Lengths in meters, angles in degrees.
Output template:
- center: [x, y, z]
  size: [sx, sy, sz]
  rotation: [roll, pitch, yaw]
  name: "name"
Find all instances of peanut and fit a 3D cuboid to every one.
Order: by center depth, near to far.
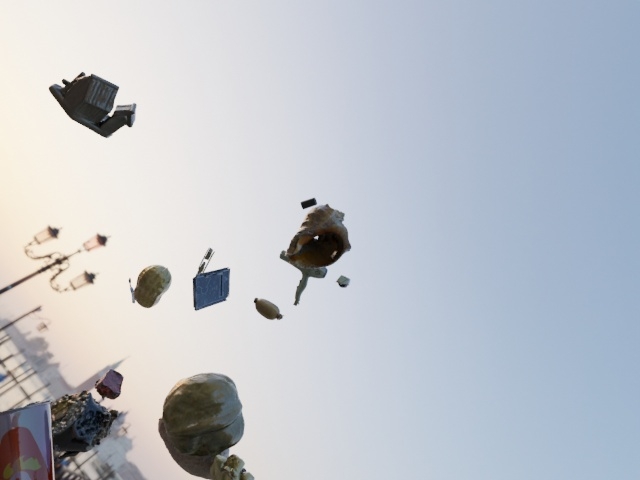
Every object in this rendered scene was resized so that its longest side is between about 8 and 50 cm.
- center: [-0.736, 0.204, 1.934]
  size: [0.147, 0.147, 0.305]
  rotation: [47, -49, 9]
  name: "peanut"

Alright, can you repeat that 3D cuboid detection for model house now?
- center: [-0.679, -0.422, 1.365]
  size: [0.188, 0.229, 0.122]
  rotation: [-21, -121, 26]
  name: "model house"

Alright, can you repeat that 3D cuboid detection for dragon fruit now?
- center: [-0.888, 0.610, 1.842]
  size: [0.102, 0.096, 0.147]
  rotation: [52, 0, -17]
  name: "dragon fruit"

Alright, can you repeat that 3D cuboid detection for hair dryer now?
- center: [-0.029, -0.112, 1.367]
  size: [0.047, 0.083, 0.026]
  rotation: [-16, -92, 11]
  name: "hair dryer"
- center: [-0.147, 0.188, 2.633]
  size: [0.296, 0.298, 0.119]
  rotation: [45, -12, -4]
  name: "hair dryer"

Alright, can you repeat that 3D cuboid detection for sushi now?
- center: [-0.895, 0.695, 1.646]
  size: [0.239, 0.225, 0.218]
  rotation: [7, -43, 29]
  name: "sushi"

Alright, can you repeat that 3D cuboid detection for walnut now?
- center: [-0.415, 0.621, 1.582]
  size: [0.253, 0.277, 0.281]
  rotation: [93, -14, -67]
  name: "walnut"

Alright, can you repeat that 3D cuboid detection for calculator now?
- center: [-0.494, 0.217, 2.026]
  size: [0.028, 0.274, 0.165]
  rotation: [3, -84, 21]
  name: "calculator"

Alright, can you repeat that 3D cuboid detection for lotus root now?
- center: [-0.216, 0.286, 1.829]
  size: [0.150, 0.062, 0.073]
  rotation: [30, -66, 16]
  name: "lotus root"

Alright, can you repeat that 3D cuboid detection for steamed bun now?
- center: [-0.332, 0.892, 1.684]
  size: [0.177, 0.106, 0.192]
  rotation: [-43, -111, 38]
  name: "steamed bun"

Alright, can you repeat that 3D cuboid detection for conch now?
- center: [0.007, 0.004, 2.152]
  size: [0.297, 0.352, 0.210]
  rotation: [45, 3, 25]
  name: "conch"

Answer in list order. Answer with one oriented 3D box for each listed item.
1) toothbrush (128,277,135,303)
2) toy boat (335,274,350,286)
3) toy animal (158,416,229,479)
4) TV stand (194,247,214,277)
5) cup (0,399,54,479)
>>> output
- center: [-0.758, 0.203, 1.784]
  size: [0.162, 0.014, 0.017]
  rotation: [53, -51, 46]
  name: "toothbrush"
- center: [0.122, 0.223, 2.393]
  size: [0.065, 0.066, 0.172]
  rotation: [28, -1, 19]
  name: "toy boat"
- center: [-0.490, 0.821, 1.813]
  size: [0.358, 0.226, 0.188]
  rotation: [50, -4, -5]
  name: "toy animal"
- center: [-0.661, 0.135, 2.527]
  size: [0.042, 0.036, 0.249]
  rotation: [29, -52, -9]
  name: "TV stand"
- center: [-0.734, 0.557, 1.072]
  size: [0.203, 0.203, 0.288]
  rotation: [-37, -113, 55]
  name: "cup"
